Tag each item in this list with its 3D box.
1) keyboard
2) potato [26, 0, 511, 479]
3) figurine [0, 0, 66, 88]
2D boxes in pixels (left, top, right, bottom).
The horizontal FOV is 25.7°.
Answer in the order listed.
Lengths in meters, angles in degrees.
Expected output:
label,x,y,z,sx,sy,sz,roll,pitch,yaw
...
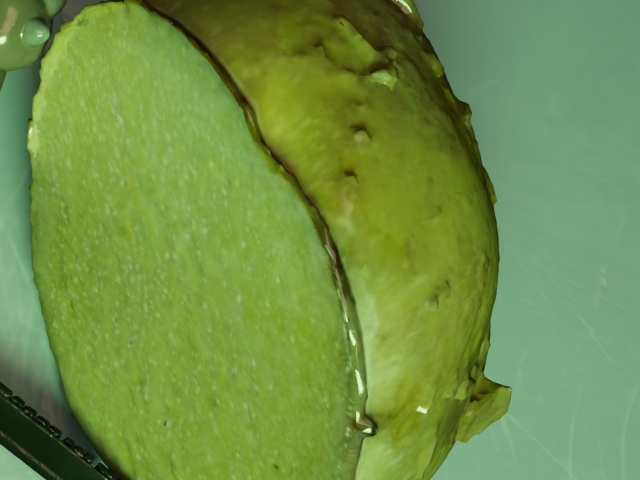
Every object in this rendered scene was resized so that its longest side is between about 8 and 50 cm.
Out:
label,x,y,z,sx,sy,sz,roll,pitch,yaw
keyboard,-0.244,0.144,1.120,0.231,0.072,0.023,38,53,-1
potato,0.000,0.000,1.088,0.319,0.385,0.442,-25,127,-38
figurine,-0.378,-0.102,1.017,0.248,0.203,0.380,33,69,24
